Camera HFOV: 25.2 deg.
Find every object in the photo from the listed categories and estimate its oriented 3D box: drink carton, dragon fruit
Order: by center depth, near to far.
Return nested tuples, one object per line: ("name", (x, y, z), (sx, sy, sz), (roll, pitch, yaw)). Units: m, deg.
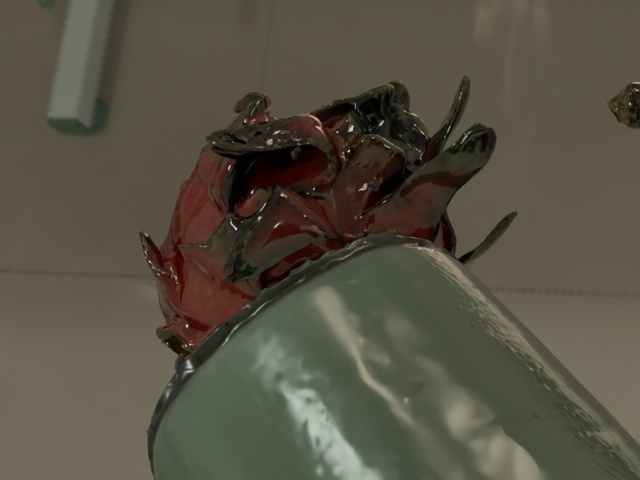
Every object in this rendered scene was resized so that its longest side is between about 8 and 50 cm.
("drink carton", (0.054, 0.114, 0.465), (0.191, 0.185, 0.189), (-38, 43, -3))
("dragon fruit", (0.000, 0.000, 0.892), (0.192, 0.193, 0.274), (34, 101, -5))

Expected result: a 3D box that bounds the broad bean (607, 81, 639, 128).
("broad bean", (0.257, -0.051, 0.523), (0.298, 0.043, 0.060), (-6, 33, -5))
